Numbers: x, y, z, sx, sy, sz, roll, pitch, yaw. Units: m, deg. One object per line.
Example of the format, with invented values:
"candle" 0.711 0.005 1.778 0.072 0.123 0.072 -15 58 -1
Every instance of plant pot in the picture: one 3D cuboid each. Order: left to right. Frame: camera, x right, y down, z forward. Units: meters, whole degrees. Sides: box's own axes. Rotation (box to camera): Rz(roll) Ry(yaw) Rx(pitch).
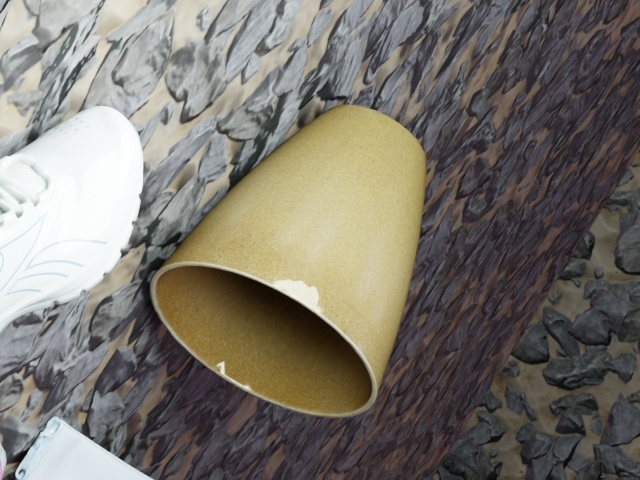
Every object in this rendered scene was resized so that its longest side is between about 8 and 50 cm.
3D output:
"plant pot" 0.000 0.000 1.758 0.254 0.237 0.237 -60 166 -27

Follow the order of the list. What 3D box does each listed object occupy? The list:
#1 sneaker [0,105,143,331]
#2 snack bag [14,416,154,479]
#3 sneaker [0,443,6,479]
"sneaker" -0.239 0.004 1.321 0.297 0.111 0.129 -48 155 -22
"snack bag" -0.246 0.375 1.822 0.342 0.037 0.323 38 86 -38
"sneaker" -0.334 0.259 1.541 0.252 0.103 0.111 -58 160 14
